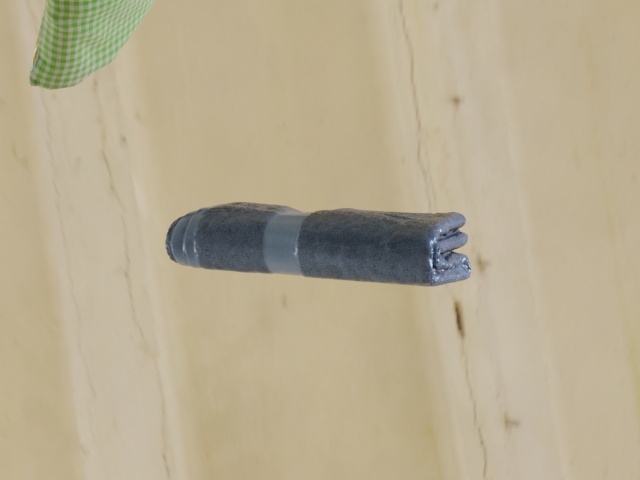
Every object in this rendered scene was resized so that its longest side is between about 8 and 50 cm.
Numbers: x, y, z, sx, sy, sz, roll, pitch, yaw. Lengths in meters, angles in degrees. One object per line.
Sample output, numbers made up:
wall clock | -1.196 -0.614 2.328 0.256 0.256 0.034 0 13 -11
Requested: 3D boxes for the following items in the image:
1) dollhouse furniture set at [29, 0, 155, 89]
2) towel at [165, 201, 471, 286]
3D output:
dollhouse furniture set | -0.039 -0.225 1.158 0.151 0.197 0.301 20 -126 4
towel | 0.000 0.000 0.837 0.119 0.067 0.029 5 -85 19
